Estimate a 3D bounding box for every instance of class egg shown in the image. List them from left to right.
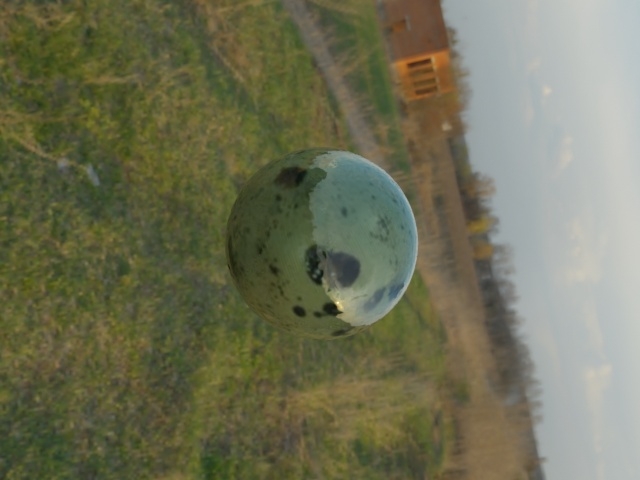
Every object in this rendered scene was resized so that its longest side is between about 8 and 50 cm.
[{"bbox_3d":[0.000,0.000,0.842,0.228,0.177,0.177,-106,-177,-81],"label":"egg"}]
